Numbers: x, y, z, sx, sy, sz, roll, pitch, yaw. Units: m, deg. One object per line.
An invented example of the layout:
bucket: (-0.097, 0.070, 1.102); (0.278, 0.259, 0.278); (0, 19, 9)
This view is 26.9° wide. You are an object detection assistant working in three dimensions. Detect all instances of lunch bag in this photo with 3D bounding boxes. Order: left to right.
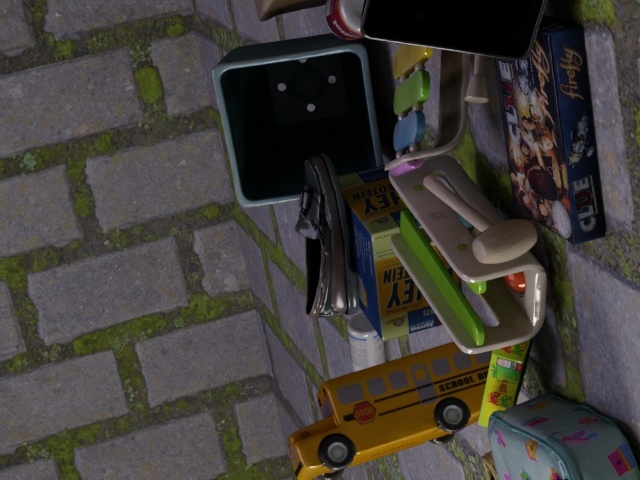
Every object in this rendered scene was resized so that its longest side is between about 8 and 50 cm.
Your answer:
lunch bag: (0.313, 0.323, 1.681); (0.279, 0.108, 0.224); (-161, 57, -75)

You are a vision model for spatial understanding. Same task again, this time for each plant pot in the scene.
plant pot: (-0.027, -0.228, 2.253); (0.252, 0.248, 0.247); (-84, -15, -67)
plant pot: (0.147, -0.325, 1.439); (0.167, 0.187, 0.188); (-92, 12, -52)

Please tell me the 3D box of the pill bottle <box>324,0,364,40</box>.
pill bottle: (0.055, -0.354, 2.065); (0.152, 0.086, 0.086); (-168, 63, -77)

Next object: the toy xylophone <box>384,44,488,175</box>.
toy xylophone: (0.142, -0.246, 1.674); (0.236, 0.081, 0.322); (131, 141, -73)

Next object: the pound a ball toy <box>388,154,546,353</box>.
pound a ball toy: (0.201, -0.010, 1.717); (0.319, 0.136, 0.208); (-122, 23, -52)

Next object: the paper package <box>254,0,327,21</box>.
paper package: (-0.043, -0.545, 2.080); (0.309, 0.168, 0.325); (141, 114, -77)

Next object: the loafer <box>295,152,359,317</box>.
loafer: (0.000, 0.000, 2.092); (0.096, 0.084, 0.267); (-134, 32, -68)

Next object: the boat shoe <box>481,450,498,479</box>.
boat shoe: (0.277, 0.385, 2.064); (0.050, 0.045, 0.135); (-169, 64, -77)

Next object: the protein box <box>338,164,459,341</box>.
protein box: (0.117, 0.013, 2.111); (0.201, 0.136, 0.200); (-124, 23, -57)

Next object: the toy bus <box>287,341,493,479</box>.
toy bus: (0.110, 0.247, 1.961); (0.108, 0.333, 0.130); (110, 143, -69)

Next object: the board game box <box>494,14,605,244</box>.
board game box: (0.257, -0.134, 1.531); (0.165, 0.042, 0.243); (-135, 32, -67)

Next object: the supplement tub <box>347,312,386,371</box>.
supplement tub: (0.090, 0.202, 2.616); (0.071, 0.071, 0.107); (-121, 21, -52)

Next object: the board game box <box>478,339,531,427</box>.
board game box: (0.253, 0.172, 1.808); (0.181, 0.043, 0.092); (91, -160, -52)
